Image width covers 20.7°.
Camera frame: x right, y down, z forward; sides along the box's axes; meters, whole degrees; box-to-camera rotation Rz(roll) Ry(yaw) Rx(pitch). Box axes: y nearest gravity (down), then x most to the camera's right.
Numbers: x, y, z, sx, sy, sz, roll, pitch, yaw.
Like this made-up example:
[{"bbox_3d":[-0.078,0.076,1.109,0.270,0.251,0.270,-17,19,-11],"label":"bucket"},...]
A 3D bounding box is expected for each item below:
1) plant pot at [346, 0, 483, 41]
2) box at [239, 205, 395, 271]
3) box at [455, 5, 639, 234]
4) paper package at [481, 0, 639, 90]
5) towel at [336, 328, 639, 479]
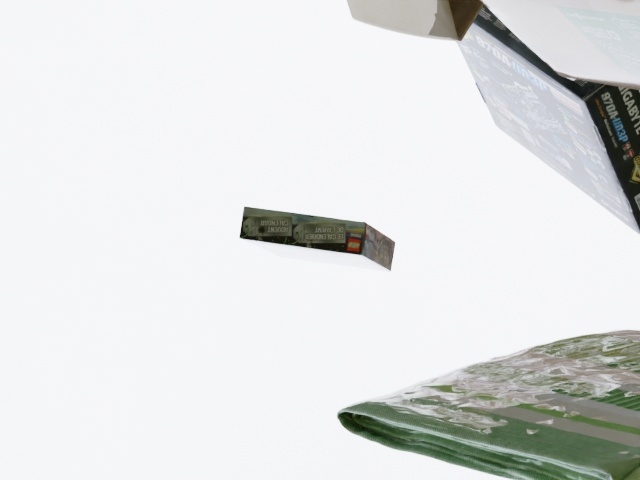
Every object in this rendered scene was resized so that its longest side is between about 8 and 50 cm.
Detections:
[{"bbox_3d":[0.070,-0.226,1.393,0.109,0.096,0.109,-58,-42,-47],"label":"plant pot"},{"bbox_3d":[0.000,0.000,1.332,0.094,0.137,0.027,7,-95,13],"label":"box"},{"bbox_3d":[0.201,-0.121,1.493,0.051,0.220,0.175,-39,-47,-7],"label":"box"},{"bbox_3d":[0.268,-0.252,1.140,0.168,0.325,0.309,34,-94,-24],"label":"paper package"},{"bbox_3d":[0.212,0.121,1.275,0.325,0.248,0.038,-13,-73,-45],"label":"towel"}]
